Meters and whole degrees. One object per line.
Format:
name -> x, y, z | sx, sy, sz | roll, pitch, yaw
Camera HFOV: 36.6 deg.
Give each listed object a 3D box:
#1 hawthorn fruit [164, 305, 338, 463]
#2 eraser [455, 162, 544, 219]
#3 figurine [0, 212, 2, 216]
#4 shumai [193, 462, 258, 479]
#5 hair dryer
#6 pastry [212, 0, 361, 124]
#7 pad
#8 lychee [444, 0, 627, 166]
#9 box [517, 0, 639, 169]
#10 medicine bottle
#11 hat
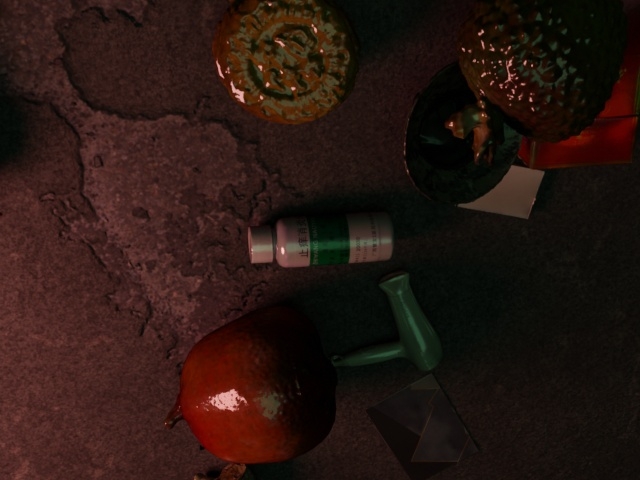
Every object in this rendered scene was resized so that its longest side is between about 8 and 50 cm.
hawthorn fruit -> -0.112, 0.267, 1.773 | 0.311, 0.295, 0.295 | -14, 123, 37
eraser -> 0.334, -0.100, 1.806 | 0.150, 0.023, 0.104 | 9, 113, -14
figurine -> -0.641, -0.086, 1.579 | 0.208, 0.181, 0.257 | 43, 104, 17
shumai -> -0.199, 0.503, 1.961 | 0.116, 0.145, 0.146 | 20, 116, 22
hair dryer -> 0.101, 0.185, 1.892 | 0.237, 0.075, 0.206 | -23, 110, 11
pastry -> -0.053, -0.311, 1.582 | 0.240, 0.132, 0.235 | 3, 115, -12
pad -> 0.216, 0.401, 2.034 | 0.163, 0.004, 0.243 | -30, 116, 5
lychee -> 0.337, -0.280, 1.508 | 0.269, 0.270, 0.320 | 28, 121, -20
box -> 0.462, -0.287, 1.705 | 0.197, 0.089, 0.313 | -5, 116, -9
medicine bottle -> 0.000, 0.000, 1.759 | 0.259, 0.095, 0.095 | -5, 116, -7
hat -> 0.219, -0.198, 1.683 | 0.265, 0.128, 0.266 | -10, 111, -28
